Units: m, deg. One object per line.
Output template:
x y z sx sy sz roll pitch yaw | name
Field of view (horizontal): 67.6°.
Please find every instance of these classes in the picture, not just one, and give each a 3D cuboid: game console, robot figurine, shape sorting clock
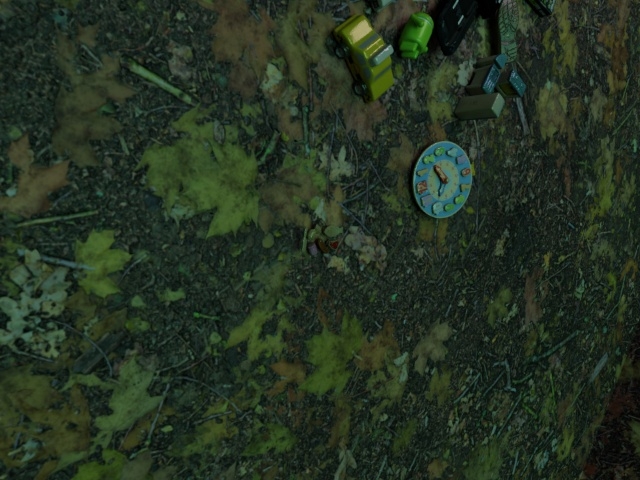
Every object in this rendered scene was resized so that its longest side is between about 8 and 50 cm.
0.370 -0.633 1.228 0.213 0.044 0.361 47 62 -32 | game console
0.231 -0.497 1.155 0.115 0.067 0.101 -66 153 -11 | robot figurine
0.331 -0.162 1.285 0.206 0.040 0.206 -5 103 -23 | shape sorting clock

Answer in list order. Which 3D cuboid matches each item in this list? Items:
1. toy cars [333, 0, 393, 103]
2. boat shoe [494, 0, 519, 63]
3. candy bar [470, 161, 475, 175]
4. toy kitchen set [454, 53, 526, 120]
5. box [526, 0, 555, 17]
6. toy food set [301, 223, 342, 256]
0.123 -0.511 1.060 0.177 0.087 0.393 0 98 -37 | toy cars
0.521 -0.594 1.363 0.064 0.060 0.177 -7 106 -8 | boat shoe
0.389 -0.185 1.356 0.162 0.018 0.040 -23 111 -31 | candy bar
0.503 -0.400 1.340 0.166 0.122 0.207 34 78 -36 | toy kitchen set
0.662 -0.810 1.441 0.184 0.045 0.190 17 88 -35 | box
0.000 0.000 1.099 0.122 0.019 0.077 4 95 -45 | toy food set
